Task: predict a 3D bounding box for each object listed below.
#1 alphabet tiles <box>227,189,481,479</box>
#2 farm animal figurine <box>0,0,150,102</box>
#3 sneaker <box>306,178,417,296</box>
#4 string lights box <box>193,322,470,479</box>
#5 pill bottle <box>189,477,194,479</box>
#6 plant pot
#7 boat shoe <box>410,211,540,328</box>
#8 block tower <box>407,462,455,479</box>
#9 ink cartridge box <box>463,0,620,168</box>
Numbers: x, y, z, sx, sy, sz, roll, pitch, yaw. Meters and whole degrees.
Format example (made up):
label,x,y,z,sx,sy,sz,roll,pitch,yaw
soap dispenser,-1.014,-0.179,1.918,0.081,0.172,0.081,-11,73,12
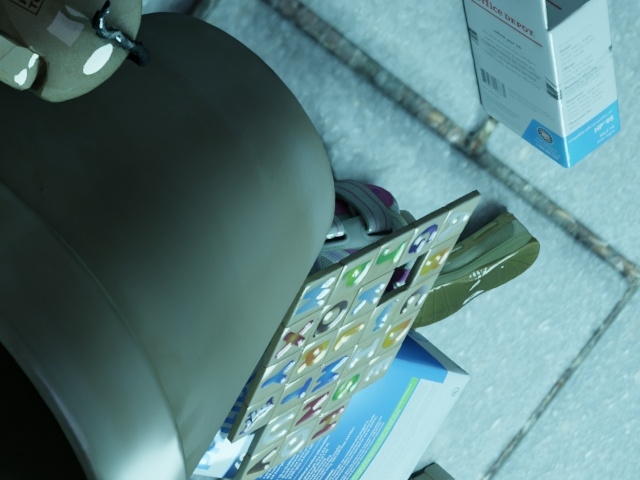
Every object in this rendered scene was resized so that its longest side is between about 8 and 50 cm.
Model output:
label,x,y,z,sx,sy,sz,roll,pitch,yaw
alphabet tiles,0.012,0.080,1.295,0.198,0.009,0.237,-27,151,-45
farm animal figurine,-0.200,-0.179,0.884,0.330,0.327,0.172,-46,162,5
sneaker,0.000,0.000,1.344,0.252,0.103,0.111,17,107,-57
string lights box,-0.009,0.125,1.444,0.260,0.077,0.133,18,107,-48
pill bottle,-0.141,0.237,1.358,0.146,0.146,0.264,-48,140,-1
plant pot,-0.149,0.011,1.083,0.280,0.323,0.323,-44,144,-34
boat shoe,0.109,0.025,1.506,0.153,0.048,0.056,-27,149,-15
block tower,-0.002,0.314,1.588,0.335,0.097,0.091,-23,135,-30
ink cartridge box,0.164,-0.154,1.359,0.060,0.104,0.180,-34,139,-17
